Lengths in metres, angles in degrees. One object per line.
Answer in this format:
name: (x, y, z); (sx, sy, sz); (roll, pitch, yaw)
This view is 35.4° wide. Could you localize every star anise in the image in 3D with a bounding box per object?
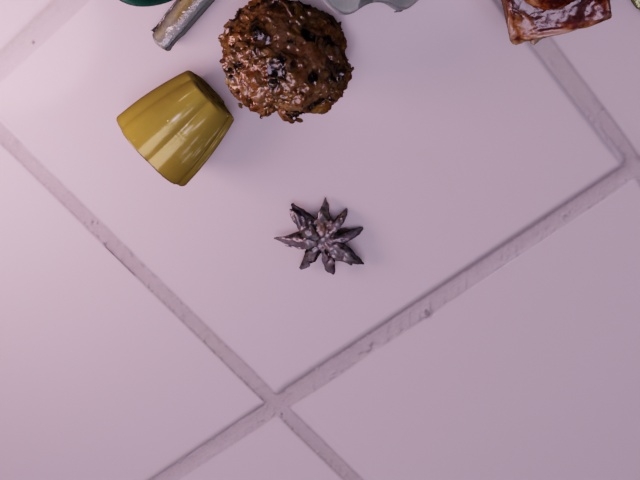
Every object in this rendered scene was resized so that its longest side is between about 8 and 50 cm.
star anise: (0.000, 0.000, 2.180); (0.181, 0.061, 0.204); (-25, 113, 16)

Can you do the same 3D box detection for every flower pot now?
flower pot: (-0.281, -0.235, 2.018); (0.179, 0.195, 0.195); (-41, 108, 10)

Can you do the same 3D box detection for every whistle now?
whistle: (-0.211, -0.498, 1.938); (0.326, 0.057, 0.068); (-43, 64, 21)

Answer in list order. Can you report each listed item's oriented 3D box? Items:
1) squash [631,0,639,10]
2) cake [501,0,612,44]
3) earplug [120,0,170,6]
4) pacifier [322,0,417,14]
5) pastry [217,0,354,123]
squash: (0.682, -0.509, 1.879); (0.219, 0.041, 0.219); (1, 117, 3)
cake: (0.417, -0.463, 1.784); (0.196, 0.293, 0.198); (-10, 112, 10)
earplug: (-0.325, -0.580, 1.841); (0.280, 0.164, 0.257); (-34, 103, 33)
pacifier: (0.147, -0.524, 1.753); (0.269, 0.343, 0.288); (26, 123, 38)
pastry: (-0.074, -0.340, 1.926); (0.275, 0.274, 0.193); (40, 149, -16)
